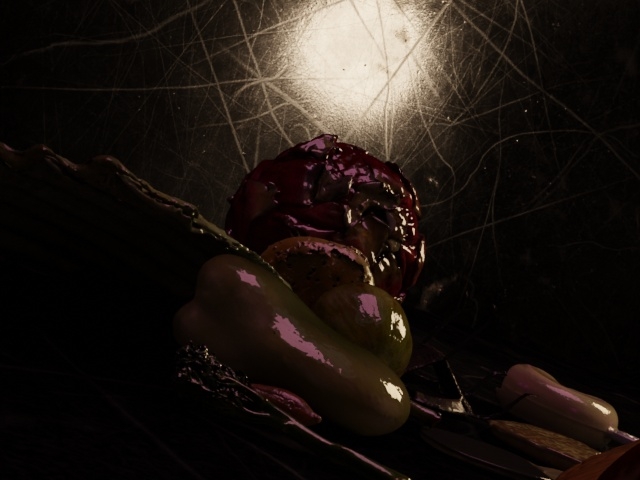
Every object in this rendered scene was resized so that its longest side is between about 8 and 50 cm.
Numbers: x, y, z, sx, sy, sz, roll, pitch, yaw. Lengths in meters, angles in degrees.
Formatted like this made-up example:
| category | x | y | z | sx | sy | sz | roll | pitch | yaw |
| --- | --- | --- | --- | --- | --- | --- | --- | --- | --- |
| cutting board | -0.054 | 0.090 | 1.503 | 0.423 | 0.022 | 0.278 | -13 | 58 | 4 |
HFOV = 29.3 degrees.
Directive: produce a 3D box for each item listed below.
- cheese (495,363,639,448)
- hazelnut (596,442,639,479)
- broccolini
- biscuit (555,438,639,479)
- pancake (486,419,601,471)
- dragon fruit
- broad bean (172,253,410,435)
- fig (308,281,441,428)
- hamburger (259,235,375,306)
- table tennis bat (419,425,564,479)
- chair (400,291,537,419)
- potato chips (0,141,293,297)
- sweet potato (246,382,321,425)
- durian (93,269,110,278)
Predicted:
| category | x | y | z | sx | sy | sz | roll | pitch | yaw |
| --- | --- | --- | --- | --- | --- | --- | --- | --- | --- |
| cheese | 0.407 | 0.277 | 1.869 | 0.286 | 0.082 | 0.163 | 25 | 4 | 25 |
| hazelnut | 0.301 | 0.237 | 0.924 | 0.212 | 0.181 | 0.181 | 26 | -23 | 55 |
| broccolini | -0.029 | 0.164 | 1.074 | 0.239 | 0.051 | 0.054 | 29 | -2 | 13 |
| biscuit | 0.419 | 0.216 | 1.228 | 0.365 | 0.062 | 0.385 | -15 | -7 | 25 |
| pancake | 0.325 | 0.280 | 1.622 | 0.235 | 0.029 | 0.212 | 20 | 2 | -24 |
| dragon fruit | 0.001 | 0.003 | 1.854 | 0.329 | 0.329 | 0.329 | 21 | 2 | -1 |
| broad bean | -0.029 | 0.124 | 1.272 | 0.263 | 0.121 | 0.189 | 36 | -3 | 0 |
| fig | 0.065 | 0.152 | 1.479 | 0.149 | 0.149 | 0.245 | 20 | 18 | -29 |
| hamburger | -0.004 | 0.077 | 1.633 | 0.185 | 0.177 | 0.113 | 40 | -5 | 4 |
| table tennis bat | 0.229 | 0.257 | 1.400 | 0.246 | 0.022 | 0.138 | 20 | 2 | -13 |
| chair | 0.163 | 0.183 | 1.696 | 0.213 | 0.149 | 0.174 | -24 | 14 | -9 |
| potato chips | -0.238 | -0.001 | 1.367 | 0.358 | 0.070 | 0.429 | -4 | -22 | 37 |
| sweet potato | -0.043 | 0.154 | 1.162 | 0.095 | 0.034 | 0.034 | 22 | 2 | 9 |
| durian | -0.283 | -0.016 | 1.682 | 0.144 | 0.139 | 0.252 | 26 | 3 | 15 |
